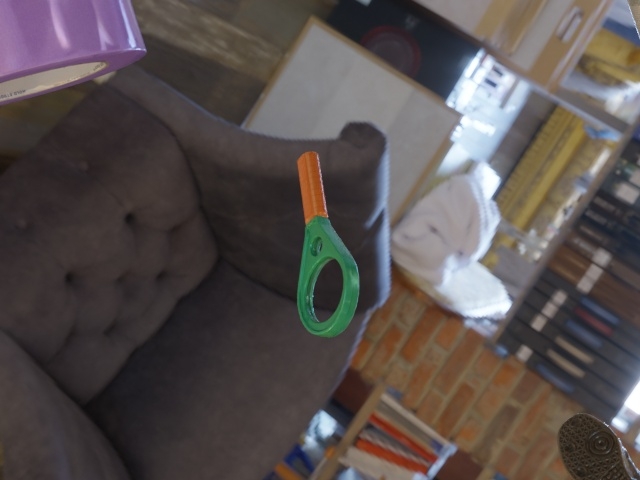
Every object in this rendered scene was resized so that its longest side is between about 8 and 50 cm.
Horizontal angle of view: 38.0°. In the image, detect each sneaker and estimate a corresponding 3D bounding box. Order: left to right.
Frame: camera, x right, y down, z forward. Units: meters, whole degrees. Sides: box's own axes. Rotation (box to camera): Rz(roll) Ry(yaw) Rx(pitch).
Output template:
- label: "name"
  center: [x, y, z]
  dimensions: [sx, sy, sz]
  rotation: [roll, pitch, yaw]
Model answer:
- label: "sneaker"
  center: [0.315, 0.266, 0.977]
  dimensions: [0.066, 0.188, 0.071]
  rotation: [-34, 128, 4]

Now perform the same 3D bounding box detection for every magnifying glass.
- label: "magnifying glass"
  center: [0.000, 0.000, 1.041]
  dimensions: [0.026, 0.231, 0.092]
  rotation: [13, 143, -34]

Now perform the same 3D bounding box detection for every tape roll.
- label: "tape roll"
  center: [-0.335, -0.210, 1.013]
  dimensions: [0.275, 0.274, 0.090]
  rotation: [-27, 103, -52]

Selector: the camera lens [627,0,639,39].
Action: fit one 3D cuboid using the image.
- label: "camera lens"
  center: [0.510, -0.311, 1.179]
  dimensions: [0.219, 0.219, 0.274]
  rotation: [-37, 108, -41]
